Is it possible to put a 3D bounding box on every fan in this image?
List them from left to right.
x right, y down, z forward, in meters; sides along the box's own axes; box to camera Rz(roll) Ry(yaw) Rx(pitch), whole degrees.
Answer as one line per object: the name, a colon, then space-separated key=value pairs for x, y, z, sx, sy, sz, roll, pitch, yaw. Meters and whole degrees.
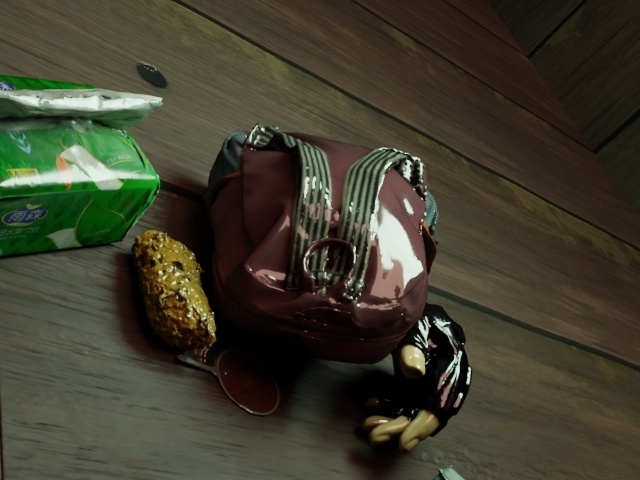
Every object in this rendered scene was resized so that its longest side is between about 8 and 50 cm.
fan: x=-0.092 y=0.137 z=0.936 sx=0.133 sy=0.005 sz=0.085 roll=24 pitch=34 yaw=-36

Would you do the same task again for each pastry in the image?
pastry: x=-0.150 y=0.050 z=0.927 sx=0.080 sy=0.056 sz=0.140 roll=33 pitch=19 yaw=-34

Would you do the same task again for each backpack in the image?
backpack: x=0.000 y=0.000 z=1.031 sx=0.283 sy=0.197 sz=0.317 roll=12 pitch=30 yaw=-4

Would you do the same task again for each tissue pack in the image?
tissue pack: x=-0.262 y=-0.089 z=0.859 sx=0.148 sy=0.156 sz=0.209 roll=51 pitch=28 yaw=19

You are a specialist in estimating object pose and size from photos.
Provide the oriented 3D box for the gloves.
gloves: x=0.110 y=0.165 z=1.040 sx=0.124 sy=0.164 sz=0.203 roll=-1 pitch=41 yaw=6

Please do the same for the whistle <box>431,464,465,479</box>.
whistle: x=0.211 y=0.355 z=0.973 sx=0.269 sy=0.093 sz=0.180 roll=47 pitch=20 yaw=19
